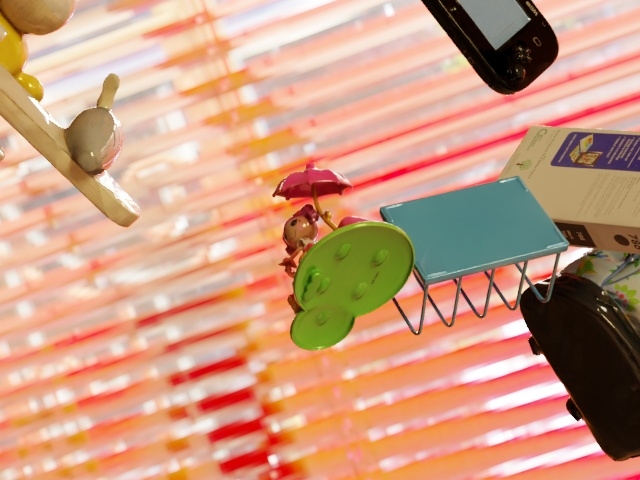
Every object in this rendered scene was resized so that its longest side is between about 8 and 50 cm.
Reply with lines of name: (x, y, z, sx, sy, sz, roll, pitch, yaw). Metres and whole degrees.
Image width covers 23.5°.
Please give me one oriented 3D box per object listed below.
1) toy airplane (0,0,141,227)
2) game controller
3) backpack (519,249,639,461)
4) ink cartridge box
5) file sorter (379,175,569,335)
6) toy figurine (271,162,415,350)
toy airplane: (-0.371, -0.207, 1.652, 0.384, 0.386, 0.272, 37, -104, 31)
game controller: (0.226, -0.368, 2.282, 0.166, 0.319, 0.067, -41, -174, -28)
backpack: (0.499, 0.091, 2.165, 0.355, 0.290, 0.273, -35, -172, -41)
ink cartridge box: (0.376, -0.065, 1.972, 0.333, 0.065, 0.165, 8, -127, 46)
file sorter: (0.160, 0.021, 1.674, 0.170, 0.104, 0.118, -13, -135, -18)
toy figurine: (0.000, 0.000, 1.601, 0.130, 0.173, 0.159, 8, -144, -31)
